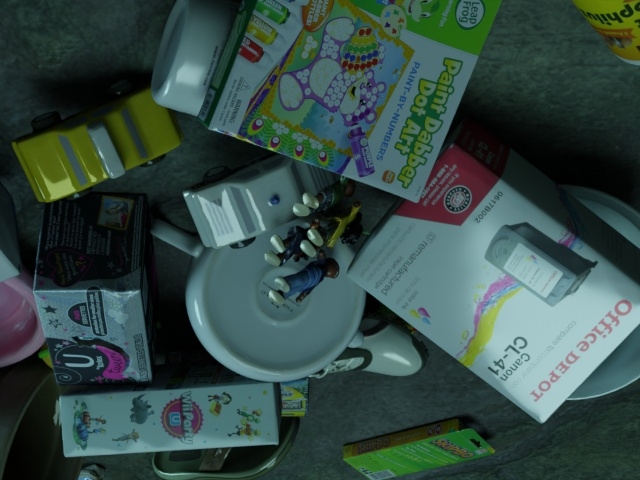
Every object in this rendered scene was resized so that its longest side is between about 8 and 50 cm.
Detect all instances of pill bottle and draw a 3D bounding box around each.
[{"bbox_3d":[0.314,-0.255,1.112,0.117,0.117,0.215,-25,138,30],"label":"pill bottle"},{"bbox_3d":[-0.055,-0.178,1.204,0.229,0.131,0.131,15,141,-20],"label":"pill bottle"}]

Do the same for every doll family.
[{"bbox_3d":[0.000,0.000,1.345,0.076,0.111,0.193,47,128,11],"label":"doll family"}]

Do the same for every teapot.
[{"bbox_3d":[-0.073,0.063,1.498,0.253,0.256,0.187,-17,-174,-13],"label":"teapot"}]

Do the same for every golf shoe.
[{"bbox_3d":[0.023,0.162,1.645,0.273,0.120,0.105,18,134,-5],"label":"golf shoe"}]

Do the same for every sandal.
[{"bbox_3d":[-0.177,0.361,1.977,0.303,0.120,0.086,-15,128,20],"label":"sandal"}]

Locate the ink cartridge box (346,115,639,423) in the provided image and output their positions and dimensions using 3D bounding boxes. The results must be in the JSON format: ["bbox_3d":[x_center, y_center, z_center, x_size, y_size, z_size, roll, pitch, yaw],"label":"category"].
[{"bbox_3d":[0.221,0.035,1.354,0.306,0.131,0.226,38,115,0],"label":"ink cartridge box"}]

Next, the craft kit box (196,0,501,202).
[{"bbox_3d":[0.034,-0.191,1.129,0.247,0.061,0.249,17,100,-26],"label":"craft kit box"}]

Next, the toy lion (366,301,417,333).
[{"bbox_3d":[0.104,0.128,1.722,0.100,0.034,0.096,-24,146,30],"label":"toy lion"}]

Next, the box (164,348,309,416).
[{"bbox_3d":[-0.135,0.238,1.857,0.233,0.044,0.159,1,144,-1],"label":"box"}]

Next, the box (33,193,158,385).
[{"bbox_3d":[-0.302,0.073,1.524,0.142,0.163,0.247,0,144,-3],"label":"box"}]

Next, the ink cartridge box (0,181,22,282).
[{"bbox_3d":[-0.594,-0.011,1.305,0.395,0.151,0.270,-25,132,2],"label":"ink cartridge box"}]

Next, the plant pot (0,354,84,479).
[{"bbox_3d":[-0.558,0.316,1.783,0.280,0.323,0.323,13,146,12],"label":"plant pot"}]

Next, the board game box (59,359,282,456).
[{"bbox_3d":[-0.213,0.244,1.670,0.303,0.097,0.224,-5,-176,0],"label":"board game box"}]

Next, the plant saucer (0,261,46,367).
[{"bbox_3d":[-0.549,0.075,1.594,0.332,0.084,0.332,-1,145,-1],"label":"plant saucer"}]

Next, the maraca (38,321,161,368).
[{"bbox_3d":[-0.333,0.150,1.689,0.186,0.099,0.127,-14,177,-5],"label":"maraca"}]

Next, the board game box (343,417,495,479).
[{"bbox_3d":[0.184,0.390,2.081,0.259,0.039,0.124,-16,142,25],"label":"board game box"}]

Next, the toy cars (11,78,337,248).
[{"bbox_3d":[-0.154,-0.081,1.306,0.394,0.087,0.176,16,100,-22],"label":"toy cars"}]

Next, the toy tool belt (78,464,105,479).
[{"bbox_3d":[-0.456,0.470,2.172,0.083,0.051,0.052,-25,137,31],"label":"toy tool belt"}]

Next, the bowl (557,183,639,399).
[{"bbox_3d":[0.322,0.049,1.476,0.298,0.134,0.297,6,112,14],"label":"bowl"}]
